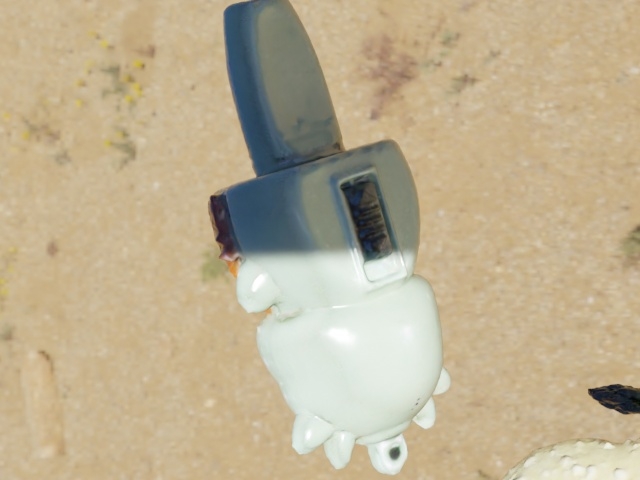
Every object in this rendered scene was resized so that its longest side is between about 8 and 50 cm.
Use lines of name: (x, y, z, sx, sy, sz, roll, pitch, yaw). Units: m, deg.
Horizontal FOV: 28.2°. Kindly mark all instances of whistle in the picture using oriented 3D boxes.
whistle: (0.000, 0.000, 0.650, 0.105, 0.101, 0.253, -14, 96, 27)

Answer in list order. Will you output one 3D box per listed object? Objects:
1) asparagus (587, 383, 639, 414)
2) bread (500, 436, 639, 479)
asparagus: (0.278, 0.105, 0.784, 0.232, 0.023, 0.022, 2, 92, 27)
bread: (0.163, 0.192, 0.494, 0.316, 0.054, 0.316, -19, 50, 24)
